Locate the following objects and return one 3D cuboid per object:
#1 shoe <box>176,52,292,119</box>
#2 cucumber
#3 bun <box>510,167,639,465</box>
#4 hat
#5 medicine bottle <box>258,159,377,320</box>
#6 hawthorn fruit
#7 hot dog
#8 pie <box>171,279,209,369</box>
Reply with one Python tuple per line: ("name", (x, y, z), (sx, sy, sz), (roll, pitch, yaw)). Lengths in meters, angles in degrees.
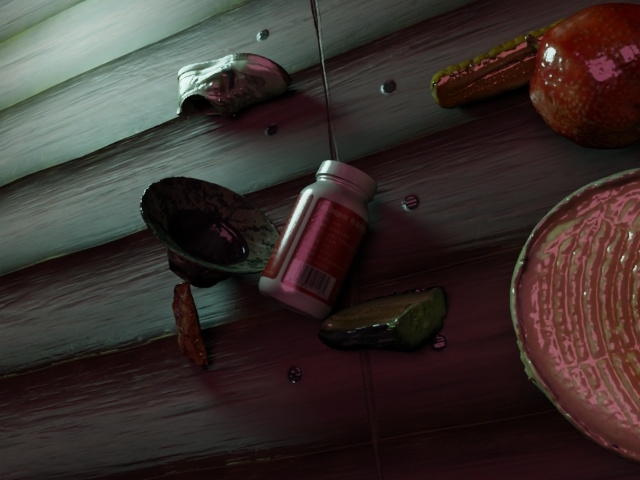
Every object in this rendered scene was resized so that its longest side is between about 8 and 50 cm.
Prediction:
("shoe", (-0.185, -0.308, 1.306), (0.275, 0.103, 0.098), (-2, 70, 31))
("cucumber", (0.098, 0.136, 0.996), (0.193, 0.086, 0.115), (-7, 23, 25))
("bun", (0.427, 0.093, 0.782), (0.364, 0.202, 0.364), (-6, 75, 25))
("hat", (-0.207, 0.010, 1.148), (0.265, 0.265, 0.128), (53, 133, 32))
("medicine bottle", (0.000, 0.000, 1.067), (0.131, 0.131, 0.250), (18, 77, 30))
("hawthorn fruit", (0.403, -0.252, 0.940), (0.205, 0.205, 0.253), (-40, 53, 6))
("hot dog", (0.327, -0.298, 1.068), (0.289, 0.083, 0.068), (-17, 25, 19))
("pie", (-0.239, 0.151, 1.144), (0.092, 0.034, 0.170), (0, 104, 51))
